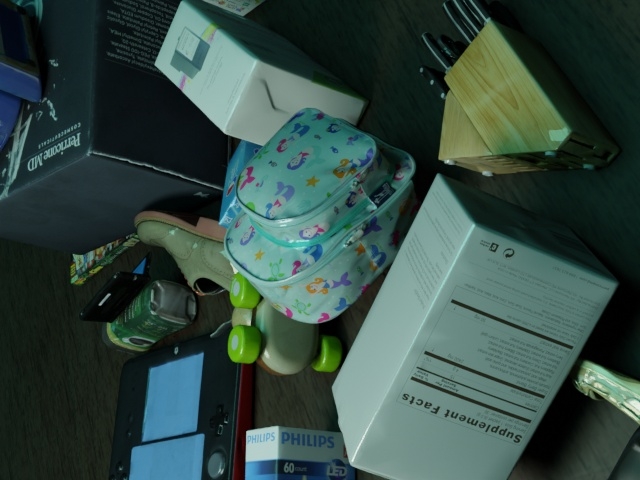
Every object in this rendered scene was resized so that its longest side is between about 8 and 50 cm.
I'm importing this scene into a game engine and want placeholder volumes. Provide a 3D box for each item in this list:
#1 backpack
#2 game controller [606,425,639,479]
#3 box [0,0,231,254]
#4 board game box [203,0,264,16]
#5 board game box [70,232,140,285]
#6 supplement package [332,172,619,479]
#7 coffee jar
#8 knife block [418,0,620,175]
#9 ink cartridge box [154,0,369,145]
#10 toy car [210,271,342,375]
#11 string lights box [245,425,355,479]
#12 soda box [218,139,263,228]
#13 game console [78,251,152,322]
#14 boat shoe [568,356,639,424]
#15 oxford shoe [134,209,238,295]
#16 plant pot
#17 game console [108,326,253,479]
[{"bbox_3d":[0.000,-0.030,1.414,0.253,0.191,0.225,-50,41,-4],"label":"backpack"},{"bbox_3d":[0.312,0.324,1.056,0.166,0.067,0.319,41,112,47],"label":"game controller"},{"bbox_3d":[-0.410,-0.270,1.982,0.480,0.297,0.471,-20,66,43],"label":"box"},{"bbox_3d":[-0.109,-0.500,1.805,0.275,0.144,0.142,-22,62,48],"label":"board game box"},{"bbox_3d":[-0.421,-0.019,2.170,0.260,0.030,0.136,-32,53,44],"label":"board game box"},{"bbox_3d":[0.156,0.109,1.202,0.177,0.175,0.292,-106,40,-68],"label":"supplement package"},{"bbox_3d":[-0.298,0.134,1.901,0.184,0.096,0.079,-31,50,44],"label":"coffee jar"},{"bbox_3d":[0.229,-0.204,1.311,0.276,0.088,0.242,1,81,54],"label":"knife block"},{"bbox_3d":[-0.111,-0.253,1.677,0.353,0.207,0.119,46,115,50],"label":"ink cartridge box"},{"bbox_3d":[-0.080,0.128,1.580,0.188,0.155,0.148,-27,58,57],"label":"toy car"},{"bbox_3d":[-0.027,0.379,1.436,0.077,0.133,0.259,-19,65,50],"label":"string lights box"},{"bbox_3d":[-0.102,-0.085,1.667,0.071,0.067,0.210,-58,14,24],"label":"soda box"},{"bbox_3d":[-0.344,0.075,1.856,0.122,0.107,0.071,-47,57,25],"label":"game console"},{"bbox_3d":[0.302,0.157,1.137,0.153,0.056,0.048,22,93,46],"label":"boat shoe"},{"bbox_3d":[-0.210,0.021,1.803,0.348,0.123,0.130,10,93,55],"label":"oxford shoe"},{"bbox_3d":[-0.595,-0.288,1.799,0.212,0.236,0.236,-37,53,27],"label":"plant pot"},{"bbox_3d":[-0.236,0.330,1.792,0.387,0.060,0.341,-20,64,48],"label":"game console"}]
